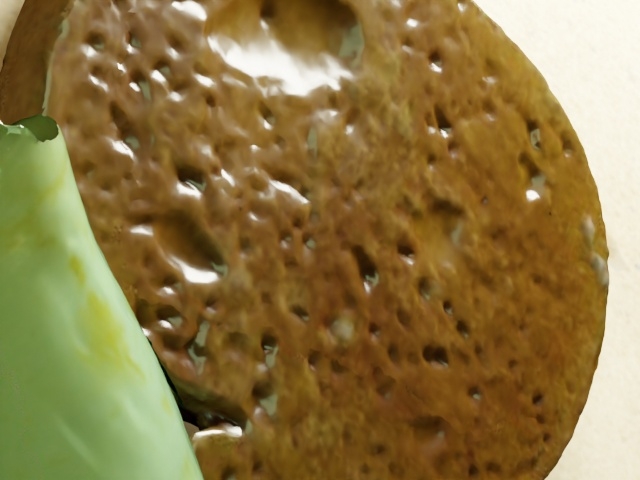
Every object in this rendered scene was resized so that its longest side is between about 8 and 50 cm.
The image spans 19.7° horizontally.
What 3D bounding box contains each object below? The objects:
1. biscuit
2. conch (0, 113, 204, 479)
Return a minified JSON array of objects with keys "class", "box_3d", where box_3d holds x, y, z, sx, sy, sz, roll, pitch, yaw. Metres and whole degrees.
[{"class":"biscuit","box_3d":[-0.001,0.000,0.867,0.367,0.063,0.314,37,61,-33]},{"class":"conch","box_3d":[-0.123,0.075,0.712,0.137,0.143,0.251,-18,102,1]}]
